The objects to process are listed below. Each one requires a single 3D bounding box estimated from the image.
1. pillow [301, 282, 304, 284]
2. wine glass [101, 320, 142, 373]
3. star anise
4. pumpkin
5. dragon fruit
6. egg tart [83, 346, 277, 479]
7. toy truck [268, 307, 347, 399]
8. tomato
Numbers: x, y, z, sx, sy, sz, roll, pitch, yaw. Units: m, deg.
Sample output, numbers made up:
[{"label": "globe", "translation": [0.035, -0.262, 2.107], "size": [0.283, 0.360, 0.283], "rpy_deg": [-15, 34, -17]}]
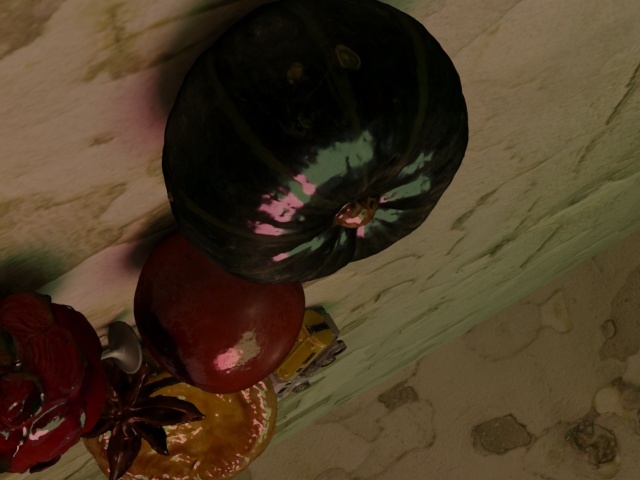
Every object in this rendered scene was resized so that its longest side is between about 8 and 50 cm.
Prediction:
[{"label": "pillow", "translation": [0.000, 0.000, 1.515], "size": [0.270, 0.067, 0.173], "rpy_deg": [-37, 169, 17]}, {"label": "wine glass", "translation": [-0.332, 0.168, 1.357], "size": [0.195, 0.079, 0.079], "rpy_deg": [-19, 159, -43]}, {"label": "star anise", "translation": [-0.286, 0.243, 1.515], "size": [0.196, 0.212, 0.111], "rpy_deg": [-59, -172, 11]}, {"label": "pumpkin", "translation": [-0.007, -0.097, 0.971], "size": [0.300, 0.207, 0.300], "rpy_deg": [-19, 152, -11]}, {"label": "dragon fruit", "translation": [-0.326, 0.156, 1.130], "size": [0.193, 0.192, 0.274], "rpy_deg": [-15, 164, -1]}, {"label": "egg tart", "translation": [-0.226, 0.263, 1.666], "size": [0.318, 0.128, 0.319], "rpy_deg": [-5, 120, -8]}, {"label": "toy truck", "translation": [-0.047, 0.218, 2.033], "size": [0.114, 0.098, 0.227], "rpy_deg": [-11, 152, -44]}, {"label": "tomato", "translation": [-0.126, 0.082, 1.255], "size": [0.184, 0.208, 0.208], "rpy_deg": [-48, 170, -20]}]
